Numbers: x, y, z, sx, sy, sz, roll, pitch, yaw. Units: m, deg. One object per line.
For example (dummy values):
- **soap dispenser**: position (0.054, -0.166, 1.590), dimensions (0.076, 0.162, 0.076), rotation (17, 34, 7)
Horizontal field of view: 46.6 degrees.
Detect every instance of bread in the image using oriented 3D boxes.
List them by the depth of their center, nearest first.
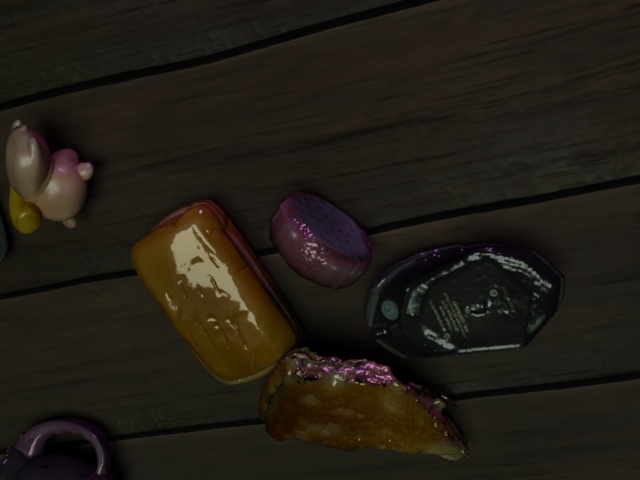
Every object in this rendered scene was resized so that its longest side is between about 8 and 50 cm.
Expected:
- **bread**: position (-0.106, 0.062, 0.758), dimensions (0.116, 0.077, 0.200), rotation (-30, 103, 12)

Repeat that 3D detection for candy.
- **candy**: position (0.000, 0.000, 0.693), dimensions (0.103, 0.103, 0.043), rotation (38, 114, -4)

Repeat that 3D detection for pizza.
- **pizza**: position (0.046, 0.162, 0.756), dimensions (0.226, 0.069, 0.147), rotation (3, 133, 6)

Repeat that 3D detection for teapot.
- **teapot**: position (-0.317, 0.290, 0.867), dimensions (0.146, 0.116, 0.148), rotation (22, 118, 14)

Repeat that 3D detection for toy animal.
- **toy animal**: position (-0.269, -0.068, 0.742), dimensions (0.082, 0.091, 0.114), rotation (-1, 127, -18)

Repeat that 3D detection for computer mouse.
- **computer mouse**: position (0.136, 0.054, 0.708), dimensions (0.192, 0.062, 0.106), rotation (-16, 108, 23)

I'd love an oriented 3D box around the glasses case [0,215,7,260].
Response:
- **glasses case**: position (-0.385, -0.053, 0.781), dimensions (0.067, 0.045, 0.178), rotation (-7, 110, 15)
